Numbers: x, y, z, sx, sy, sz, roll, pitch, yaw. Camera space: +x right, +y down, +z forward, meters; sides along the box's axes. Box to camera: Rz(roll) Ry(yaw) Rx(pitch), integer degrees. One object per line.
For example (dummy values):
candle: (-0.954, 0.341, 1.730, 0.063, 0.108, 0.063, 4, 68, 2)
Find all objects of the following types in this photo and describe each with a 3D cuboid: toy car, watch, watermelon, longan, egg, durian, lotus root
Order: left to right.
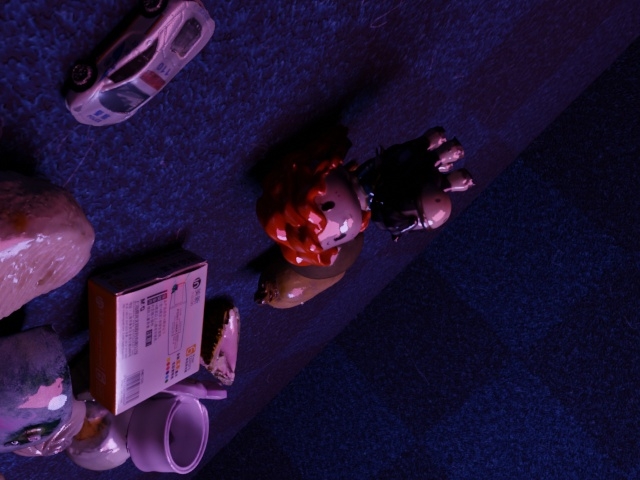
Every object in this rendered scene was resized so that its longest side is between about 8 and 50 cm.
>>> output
watermelon: (-0.540, 0.279, 1.000, 0.188, 0.175, 0.322, -23, 155, -47)
egg: (-0.524, 0.461, 1.480, 0.183, 0.183, 0.217, -39, 164, -6)
toy car: (-0.211, -0.207, 0.718, 0.205, 0.056, 0.095, -44, 165, 6)
watch: (-0.358, 0.439, 1.462, 0.210, 0.218, 0.248, -3, 161, 17)
durian: (-0.269, 0.259, 1.612, 0.196, 0.185, 0.305, -64, 162, -17)
lotus root: (-0.061, 0.088, 1.624, 0.342, 0.152, 0.169, -23, 168, -44)
longan: (0.000, 0.000, 1.472, 0.196, 0.196, 0.220, -48, 169, 23)

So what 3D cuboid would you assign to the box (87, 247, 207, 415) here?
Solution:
box: (-0.328, 0.168, 1.172, 0.220, 0.091, 0.274, -20, 128, -50)

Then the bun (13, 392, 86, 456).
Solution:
bun: (-0.582, 0.396, 1.302, 0.172, 0.120, 0.173, -35, 163, -12)

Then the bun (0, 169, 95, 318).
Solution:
bun: (-0.392, 0.003, 0.702, 0.239, 0.141, 0.239, -35, 168, -9)

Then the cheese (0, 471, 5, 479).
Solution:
cheese: (-0.731, 0.535, 1.191, 0.117, 0.217, 0.235, 64, 43, -71)

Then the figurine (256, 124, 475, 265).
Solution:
figurine: (0.087, -0.094, 1.189, 0.241, 0.411, 0.306, 63, 31, -47)

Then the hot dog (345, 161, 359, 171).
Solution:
hot dog: (0.050, -0.145, 1.485, 0.122, 0.037, 0.049, -45, 152, -4)

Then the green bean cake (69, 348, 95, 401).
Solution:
green bean cake: (-0.439, 0.267, 1.334, 0.185, 0.094, 0.183, -43, 164, 7)
